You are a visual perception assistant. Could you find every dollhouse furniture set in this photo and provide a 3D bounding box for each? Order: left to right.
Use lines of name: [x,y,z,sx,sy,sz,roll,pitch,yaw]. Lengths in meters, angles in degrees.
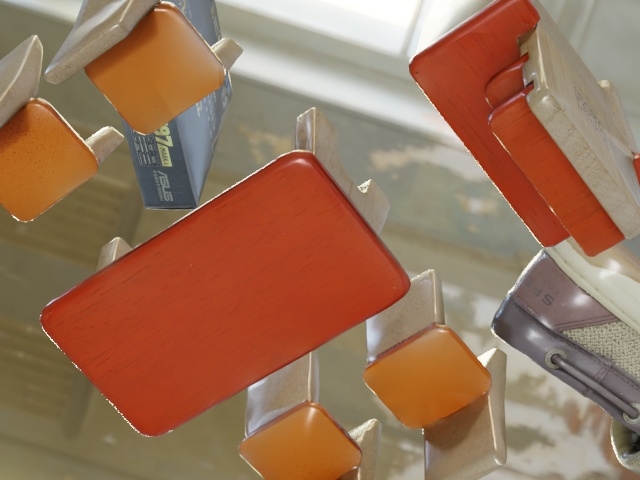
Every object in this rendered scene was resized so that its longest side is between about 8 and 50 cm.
dollhouse furniture set: [0.000,0.000,0.607,0.259,0.262,0.135,-32,22,21]

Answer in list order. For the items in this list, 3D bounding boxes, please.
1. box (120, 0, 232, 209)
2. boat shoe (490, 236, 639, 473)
box: [-0.141,-0.172,1.364,0.183,0.059,0.232,-76,-17,-46]
boat shoe: [0.207,0.096,0.846,0.092,0.285,0.103,-43,29,11]
